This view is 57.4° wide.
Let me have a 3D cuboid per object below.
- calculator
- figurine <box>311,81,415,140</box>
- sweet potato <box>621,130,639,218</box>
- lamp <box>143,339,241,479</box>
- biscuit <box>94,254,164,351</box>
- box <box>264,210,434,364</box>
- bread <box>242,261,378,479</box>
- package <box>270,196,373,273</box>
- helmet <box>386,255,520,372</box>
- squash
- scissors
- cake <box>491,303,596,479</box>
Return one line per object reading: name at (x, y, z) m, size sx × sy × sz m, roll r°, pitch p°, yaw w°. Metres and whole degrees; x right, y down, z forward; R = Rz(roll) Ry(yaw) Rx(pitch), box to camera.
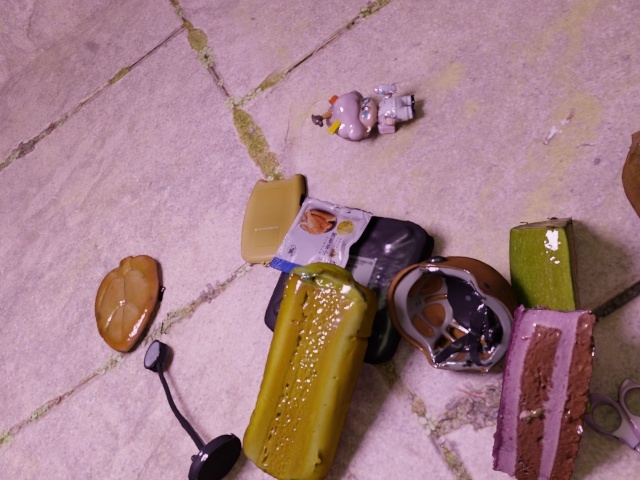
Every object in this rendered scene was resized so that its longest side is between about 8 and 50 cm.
calculator at (-0.110, -0.050, 1.330) m, size 0.157 × 0.033 × 0.236 m, roll -6°, pitch 62°, yaw 24°
figurine at (0.098, -0.284, 1.312) m, size 0.229 × 0.112 × 0.137 m, roll -6°, pitch 67°, yaw 10°
sweet potato at (0.567, -0.062, 0.941) m, size 0.112 × 0.085 × 0.285 m, roll -19°, pitch 56°, yaw 12°
lamp at (-0.268, 0.343, 1.184) m, size 0.371 × 0.108 × 0.130 m, roll 31°, pitch 92°, yaw 52°
biscuit at (-0.466, 0.146, 1.401) m, size 0.203 × 0.041 × 0.260 m, roll -23°, pitch 53°, yaw 15°
box at (0.049, 0.077, 1.144) m, size 0.290 × 0.073 × 0.289 m, roll 12°, pitch 69°, yaw 33°
bread at (-0.014, 0.228, 1.017) m, size 0.166 × 0.112 × 0.383 m, roll 17°, pitch 94°, yaw 18°
package at (0.000, 0.000, 1.152) m, size 0.171 × 0.027 × 0.173 m, roll 16°, pitch 69°, yaw 35°
helmet at (0.234, 0.110, 0.976) m, size 0.130 × 0.198 × 0.224 m, roll -21°, pitch 22°, yaw -40°
squash at (0.378, 0.112, 0.972) m, size 0.111 × 0.203 × 0.288 m, roll -8°, pitch 92°, yaw 26°
scissors at (0.465, 0.301, 0.824) m, size 0.110 × 0.021 × 0.212 m, roll -33°, pitch 53°, yaw 17°
cake at (0.321, 0.216, 0.845) m, size 0.116 × 0.113 × 0.295 m, roll 9°, pitch 106°, yaw 18°
